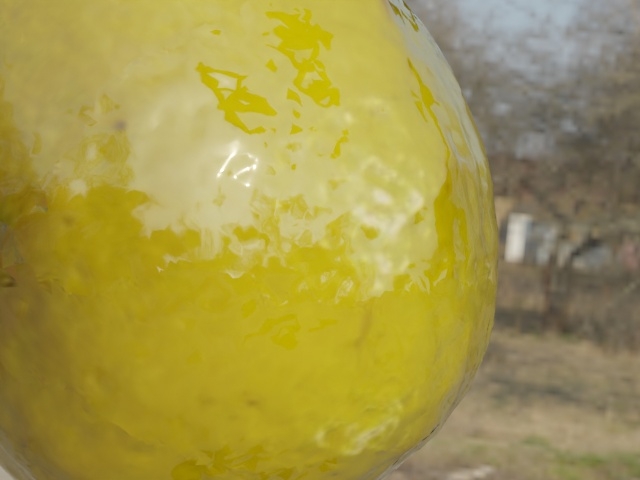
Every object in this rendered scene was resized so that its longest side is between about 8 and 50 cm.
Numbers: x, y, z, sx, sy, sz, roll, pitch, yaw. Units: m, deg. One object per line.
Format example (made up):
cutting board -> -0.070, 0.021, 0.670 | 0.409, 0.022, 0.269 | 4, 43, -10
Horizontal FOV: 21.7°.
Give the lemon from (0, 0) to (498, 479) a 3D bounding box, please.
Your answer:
lemon -> -0.052, -0.013, 0.704 | 0.260, 0.260, 0.284 | 6, 40, -33
